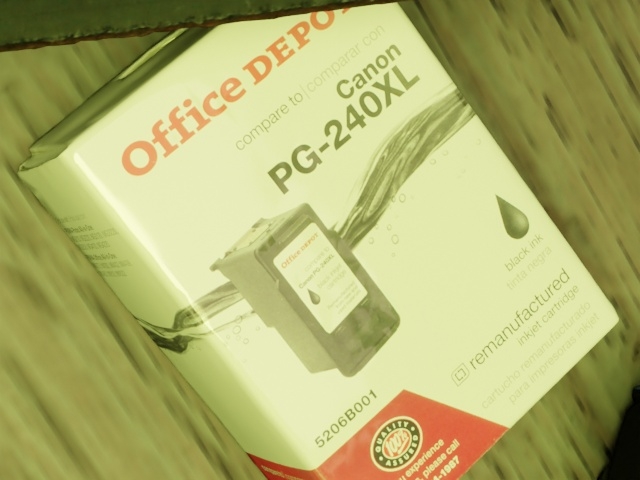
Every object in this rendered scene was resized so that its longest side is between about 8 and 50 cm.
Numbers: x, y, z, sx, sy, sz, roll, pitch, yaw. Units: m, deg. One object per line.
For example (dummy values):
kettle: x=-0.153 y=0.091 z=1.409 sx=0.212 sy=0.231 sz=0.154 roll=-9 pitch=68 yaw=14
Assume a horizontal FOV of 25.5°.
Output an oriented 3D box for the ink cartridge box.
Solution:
ink cartridge box: x=0.000 y=0.000 z=0.430 sx=0.109 sy=0.063 sz=0.150 roll=-42 pitch=104 yaw=-17

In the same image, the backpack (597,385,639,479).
backpack: x=0.159 y=0.078 z=0.458 sx=0.114 sy=0.105 sz=0.084 roll=21 pitch=84 yaw=3

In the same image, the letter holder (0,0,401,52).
letter holder: x=-0.028 y=-0.173 z=0.392 sx=0.302 sy=0.214 sz=0.152 roll=-11 pitch=125 yaw=-22
